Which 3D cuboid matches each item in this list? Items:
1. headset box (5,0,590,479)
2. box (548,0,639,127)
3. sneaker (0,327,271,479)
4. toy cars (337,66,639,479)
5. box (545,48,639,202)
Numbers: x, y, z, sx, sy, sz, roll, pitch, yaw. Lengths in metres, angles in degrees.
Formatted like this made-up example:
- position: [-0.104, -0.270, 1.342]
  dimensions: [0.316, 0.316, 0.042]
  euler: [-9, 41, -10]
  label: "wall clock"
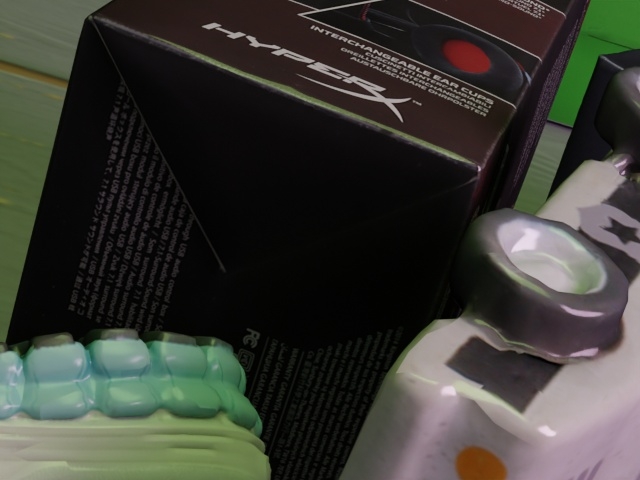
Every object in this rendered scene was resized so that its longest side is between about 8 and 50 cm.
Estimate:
- position: [0.000, 0.000, 0.581]
  dimensions: [0.110, 0.218, 0.293]
  euler: [22, 26, 7]
  label: "headset box"
- position: [0.220, -0.154, 1.131]
  dimensions: [0.262, 0.127, 0.231]
  euler: [17, 28, -1]
  label: "box"
- position: [-0.139, 0.108, 0.367]
  dimensions: [0.283, 0.110, 0.122]
  euler: [-15, 71, -6]
  label: "sneaker"
- position: [0.081, 0.063, 0.488]
  dimensions: [0.087, 0.176, 0.393]
  euler: [30, -9, 13]
  label: "toy cars"
- position: [0.176, -0.003, 0.767]
  dimensions: [0.093, 0.156, 0.158]
  euler: [35, 31, 33]
  label: "box"
